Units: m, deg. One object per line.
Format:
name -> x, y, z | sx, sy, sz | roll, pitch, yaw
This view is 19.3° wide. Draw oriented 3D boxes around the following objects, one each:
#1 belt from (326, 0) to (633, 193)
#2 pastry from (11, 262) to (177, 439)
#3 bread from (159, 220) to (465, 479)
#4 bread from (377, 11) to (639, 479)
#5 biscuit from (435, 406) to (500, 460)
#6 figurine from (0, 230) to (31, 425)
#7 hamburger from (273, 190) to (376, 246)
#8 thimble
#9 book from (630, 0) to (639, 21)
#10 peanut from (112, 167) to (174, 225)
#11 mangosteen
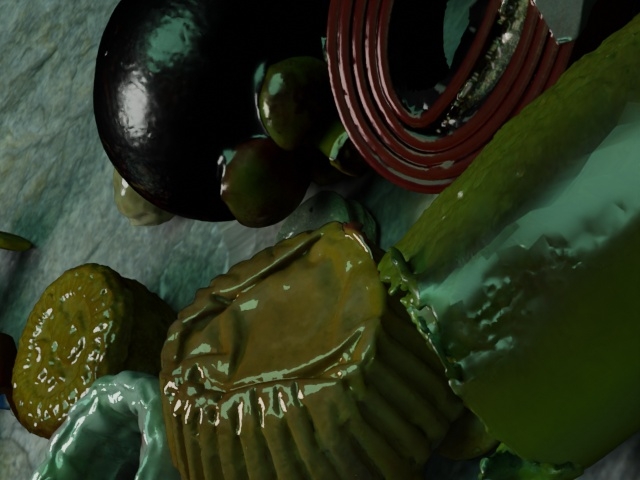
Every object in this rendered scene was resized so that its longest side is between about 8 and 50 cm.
belt -> 0.130, -0.199, 1.535 | 0.227, 0.115, 0.324 | 26, 111, 24
pastry -> -0.225, 0.122, 1.867 | 0.188, 0.103, 0.189 | -26, 52, 39
bread -> -0.022, 0.109, 1.535 | 0.274, 0.149, 0.274 | -19, 50, 23
bread -> 0.222, -0.014, 1.336 | 0.376, 0.208, 0.251 | -40, 29, 23
biscuit -> 0.125, 0.064, 1.560 | 0.118, 0.029, 0.247 | -26, 51, 39
figurine -> -0.395, 0.164, 2.032 | 0.283, 0.204, 0.338 | 21, 98, 45
hamburger -> -0.003, -0.002, 1.727 | 0.121, 0.054, 0.084 | -37, 46, 40
thimble -> -0.160, 0.225, 1.702 | 0.211, 0.149, 0.185 | -29, 52, 37
book -> 0.299, -0.262, 1.519 | 0.228, 0.018, 0.322 | -40, 43, 45
peanut -> -0.145, -0.113, 1.918 | 0.214, 0.099, 0.099 | -55, 39, 11
mangosteen -> -0.060, -0.136, 1.712 | 0.302, 0.275, 0.275 | 34, 96, 37
